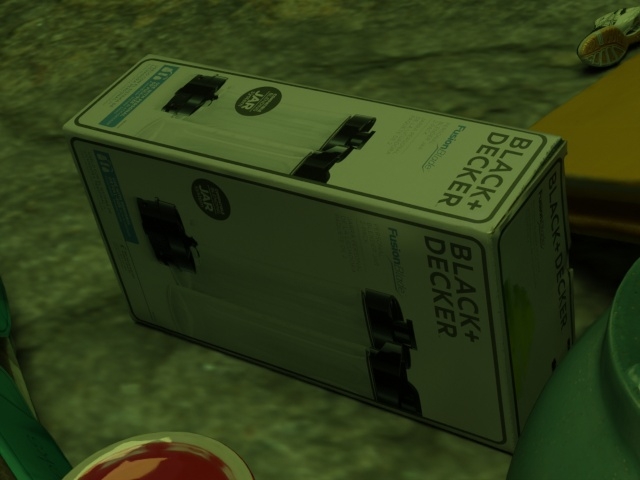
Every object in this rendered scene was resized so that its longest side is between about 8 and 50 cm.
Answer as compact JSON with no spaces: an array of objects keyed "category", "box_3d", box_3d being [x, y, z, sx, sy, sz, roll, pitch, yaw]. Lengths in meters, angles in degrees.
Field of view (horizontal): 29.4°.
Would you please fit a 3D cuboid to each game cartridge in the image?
[{"category":"game cartridge","box_3d":[0.280,-0.107,0.739,0.324,0.052,0.285,-33,12,-9]}]

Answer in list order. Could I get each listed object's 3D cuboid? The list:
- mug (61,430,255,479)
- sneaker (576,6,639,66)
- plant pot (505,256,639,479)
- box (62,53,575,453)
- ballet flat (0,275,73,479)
[{"category":"mug","box_3d":[-0.053,0.183,0.512,0.113,0.169,0.150,-9,38,3]},{"category":"sneaker","box_3d":[0.231,-0.163,0.984,0.083,0.031,0.037,-30,28,-29]},{"category":"plant pot","box_3d":[0.212,0.106,0.518,0.293,0.196,0.293,-7,39,6]},{"category":"box","box_3d":[0.000,0.000,0.726,0.290,0.169,0.087,16,46,30]},{"category":"ballet flat","box_3d":[-0.247,0.087,0.717,0.147,0.147,0.409,-24,41,-15]}]
